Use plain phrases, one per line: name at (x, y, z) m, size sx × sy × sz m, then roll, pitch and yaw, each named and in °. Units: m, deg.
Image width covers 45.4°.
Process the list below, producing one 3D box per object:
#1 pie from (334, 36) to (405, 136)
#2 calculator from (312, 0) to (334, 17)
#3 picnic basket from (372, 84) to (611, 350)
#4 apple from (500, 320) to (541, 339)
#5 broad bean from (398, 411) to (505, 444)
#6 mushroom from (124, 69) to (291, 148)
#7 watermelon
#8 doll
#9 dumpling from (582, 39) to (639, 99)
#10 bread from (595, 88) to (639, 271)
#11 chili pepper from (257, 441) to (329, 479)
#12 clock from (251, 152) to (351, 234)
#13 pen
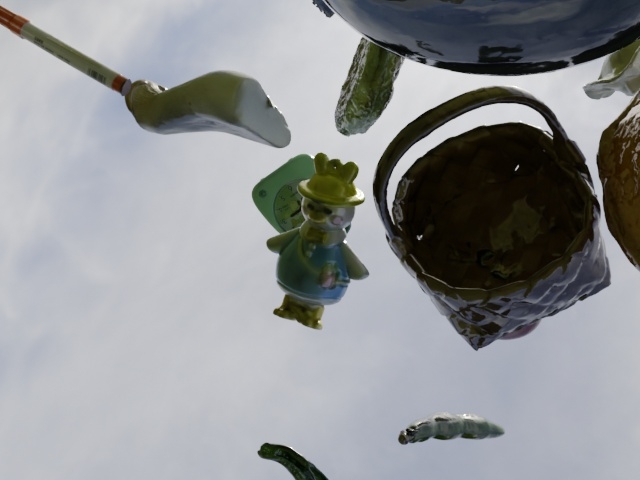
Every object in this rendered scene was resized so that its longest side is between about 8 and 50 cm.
pie at (0.093, -0.290, 1.134) m, size 0.323 × 0.071 × 0.323 m, roll -159°, pitch -90°, yaw -84°
calculator at (0.063, -0.670, 1.827) m, size 0.262 × 0.161 × 0.021 m, roll -37°, pitch -143°, yaw 22°
picnic basket at (0.220, -0.069, 1.050) m, size 0.293 × 0.337 × 0.337 m, roll -28°, pitch -131°, yaw 7°
apple at (0.327, 0.100, 1.374) m, size 0.154 × 0.120 × 0.153 m, roll -5°, pitch -138°, yaw 5°
broad bean at (0.207, 0.301, 1.230) m, size 0.060 × 0.298 × 0.043 m, roll 24°, pitch -81°, yaw 45°
mushroom at (-0.220, -0.235, 1.409) m, size 0.329 × 0.159 × 0.122 m, roll 7°, pitch -140°, yaw 33°
watermelon at (0.153, -0.270, 0.593) m, size 0.360 × 0.279 × 0.278 m, roll 5°, pitch -109°, yaw 10°
doll at (-0.001, 0.000, 1.051) m, size 0.135 × 0.099 × 0.241 m, roll 31°, pitch -65°, yaw 48°
dumpling at (0.463, -0.259, 1.124) m, size 0.169 × 0.134 × 0.099 m, roll 6°, pitch -67°, yaw 55°
bread at (0.445, -0.115, 0.879) m, size 0.340 × 0.179 × 0.194 m, roll -41°, pitch 178°, yaw -22°
chili pepper at (-0.028, 0.399, 1.287) m, size 0.050 × 0.182 × 0.073 m, roll -49°, pitch -150°, yaw -17°
clock at (-0.034, -0.064, 1.495) m, size 0.148 × 0.188 × 0.060 m, roll -32°, pitch -176°, yaw 6°
pen at (-0.361, -0.264, 1.050) m, size 0.239 × 0.028 × 0.028 m, roll 31°, pitch -86°, yaw 11°
